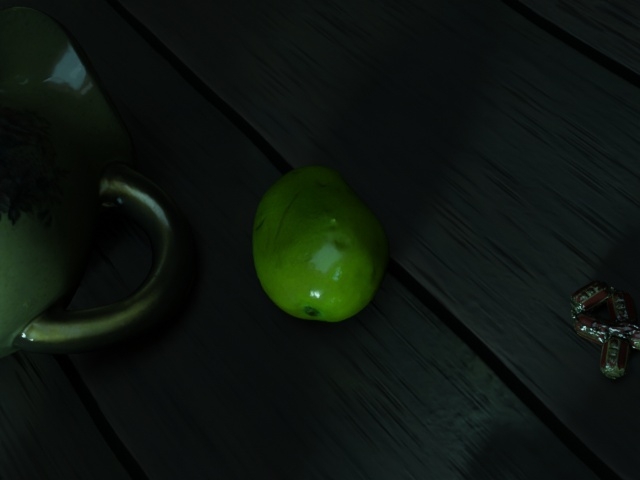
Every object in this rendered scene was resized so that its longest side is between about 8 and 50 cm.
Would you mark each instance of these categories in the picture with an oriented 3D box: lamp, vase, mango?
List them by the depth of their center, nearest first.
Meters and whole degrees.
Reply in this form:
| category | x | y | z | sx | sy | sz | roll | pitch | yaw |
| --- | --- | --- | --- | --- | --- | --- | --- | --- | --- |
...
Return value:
| category | x | y | z | sx | sy | sz | roll | pitch | yaw |
| --- | --- | --- | --- | --- | --- | --- | --- | --- | --- |
| lamp | 0.233 | 0.065 | 0.843 | 0.063 | 0.031 | 0.083 | -29 | 48 | -1 |
| mango | -0.005 | 0.004 | 0.944 | 0.117 | 0.089 | 0.163 | -39 | 41 | 3 |
| vase | -0.268 | -0.024 | 0.999 | 0.329 | 0.241 | 0.302 | 31 | 55 | 5 |
